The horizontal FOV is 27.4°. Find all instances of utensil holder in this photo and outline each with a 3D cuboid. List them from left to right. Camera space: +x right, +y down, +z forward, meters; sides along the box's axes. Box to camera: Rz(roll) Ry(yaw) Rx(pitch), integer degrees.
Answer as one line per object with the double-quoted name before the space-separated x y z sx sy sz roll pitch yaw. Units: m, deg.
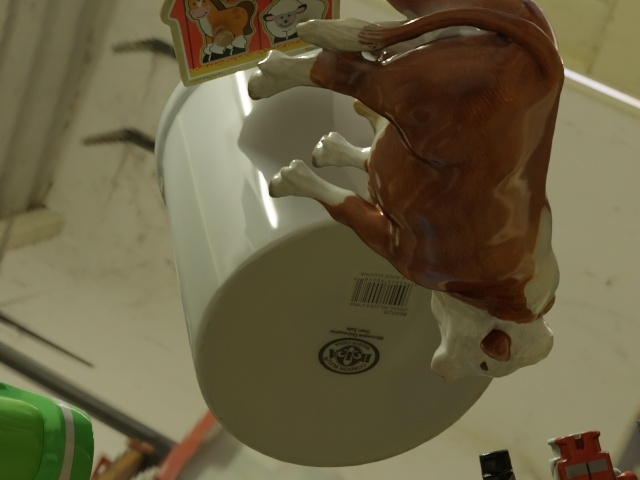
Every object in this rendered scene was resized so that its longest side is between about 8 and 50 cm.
"utensil holder" 0.000 0.000 1.380 0.385 0.327 0.328 -106 28 -54

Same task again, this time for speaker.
"speaker" -0.362 0.184 1.186 0.131 0.296 0.131 -34 49 51

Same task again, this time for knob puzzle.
"knob puzzle" -0.061 -0.237 1.269 0.213 0.030 0.213 -15 -38 -12

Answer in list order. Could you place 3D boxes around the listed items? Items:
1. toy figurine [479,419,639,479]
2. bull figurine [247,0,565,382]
"toy figurine" 0.302 0.292 1.490 0.213 0.148 0.209 -4 -13 -41
"bull figurine" 0.063 -0.038 0.764 0.101 0.188 0.310 -55 -21 -32
